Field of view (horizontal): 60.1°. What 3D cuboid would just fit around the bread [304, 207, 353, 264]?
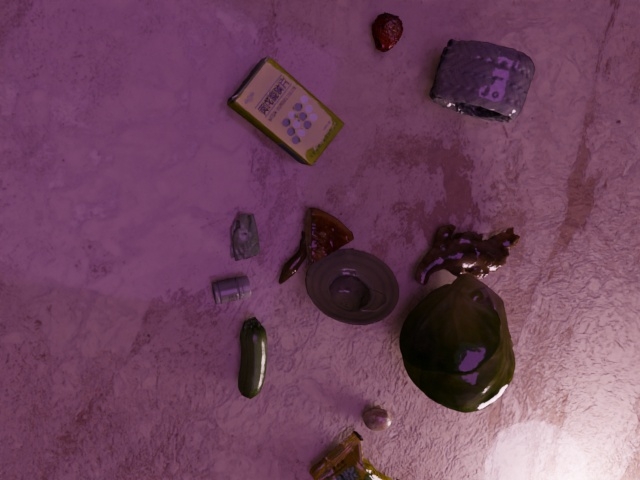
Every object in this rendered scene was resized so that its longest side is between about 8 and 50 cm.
[{"bbox_3d":[0.000,-0.025,1.450,0.154,0.054,0.136,-34,107,-28],"label":"bread"}]

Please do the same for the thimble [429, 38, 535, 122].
[{"bbox_3d":[0.416,-0.408,1.436,0.246,0.217,0.157,16,94,-6],"label":"thimble"}]

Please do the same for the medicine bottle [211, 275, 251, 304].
[{"bbox_3d":[-0.226,0.125,1.405,0.091,0.058,0.058,-11,103,-16],"label":"medicine bottle"}]

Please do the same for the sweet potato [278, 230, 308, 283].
[{"bbox_3d":[-0.065,0.050,1.456,0.041,0.038,0.153,28,88,-10],"label":"sweet potato"}]

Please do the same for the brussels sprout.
[{"bbox_3d":[0.372,0.273,1.508,0.281,0.289,0.354,25,86,-34],"label":"brussels sprout"}]

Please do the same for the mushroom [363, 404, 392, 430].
[{"bbox_3d":[0.166,0.514,1.601,0.084,0.067,0.083,0,132,1],"label":"mushroom"}]

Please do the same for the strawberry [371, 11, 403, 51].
[{"bbox_3d":[0.170,-0.529,1.408,0.083,0.083,0.096,17,103,-20],"label":"strawberry"}]

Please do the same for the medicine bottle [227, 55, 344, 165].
[{"bbox_3d":[-0.087,-0.305,1.332,0.250,0.141,0.137,38,90,-20],"label":"medicine bottle"}]

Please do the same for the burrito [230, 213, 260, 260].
[{"bbox_3d":[-0.194,-0.010,1.401,0.074,0.044,0.118,-6,105,-13],"label":"burrito"}]

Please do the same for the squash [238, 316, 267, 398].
[{"bbox_3d":[-0.177,0.307,1.449,0.077,0.068,0.219,-1,99,-13],"label":"squash"}]

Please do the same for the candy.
[{"bbox_3d":[0.116,0.703,1.609,0.187,0.081,0.297,-42,109,-5],"label":"candy"}]

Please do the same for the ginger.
[{"bbox_3d":[0.421,0.033,1.594,0.333,0.080,0.166,-4,88,-11],"label":"ginger"}]

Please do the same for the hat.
[{"bbox_3d":[0.074,0.146,1.471,0.252,0.252,0.110,-6,140,-17],"label":"hat"}]
